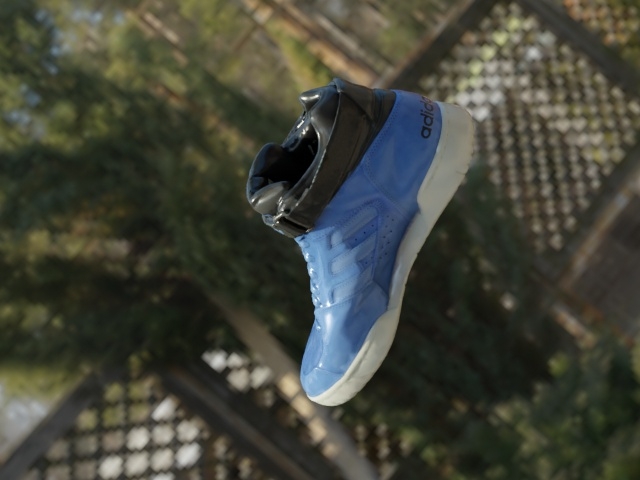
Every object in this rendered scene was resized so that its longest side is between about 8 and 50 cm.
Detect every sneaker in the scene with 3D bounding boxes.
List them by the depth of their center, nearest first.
[{"bbox_3d":[0.000,-0.001,0.771,0.058,0.084,0.152,-106,36,-57],"label":"sneaker"}]
